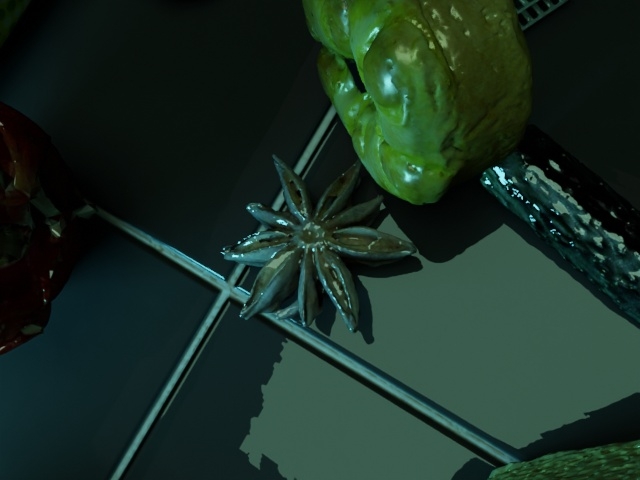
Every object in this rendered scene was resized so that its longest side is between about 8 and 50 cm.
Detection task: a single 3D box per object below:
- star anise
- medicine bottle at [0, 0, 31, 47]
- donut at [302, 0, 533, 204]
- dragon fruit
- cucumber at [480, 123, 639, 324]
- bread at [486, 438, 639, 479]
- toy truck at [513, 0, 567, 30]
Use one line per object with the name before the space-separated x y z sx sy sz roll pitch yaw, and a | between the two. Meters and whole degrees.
star anise | 0.000 0.000 0.581 0.195 0.065 0.182 7 73 20
medicine bottle | -0.503 -0.267 0.694 0.214 0.213 0.378 29 85 19
donut | 0.076 -0.154 0.519 0.128 0.208 0.261 -21 52 -4
dragon fruit | -0.387 -0.019 0.559 0.302 0.296 0.295 19 81 29
cucumber | 0.246 -0.014 0.520 0.078 0.062 0.211 -45 70 0
bread | 0.236 0.279 0.317 0.143 0.333 0.323 -5 69 -30
toy truck | 0.232 -0.305 0.589 0.178 0.080 0.115 -35 76 5
